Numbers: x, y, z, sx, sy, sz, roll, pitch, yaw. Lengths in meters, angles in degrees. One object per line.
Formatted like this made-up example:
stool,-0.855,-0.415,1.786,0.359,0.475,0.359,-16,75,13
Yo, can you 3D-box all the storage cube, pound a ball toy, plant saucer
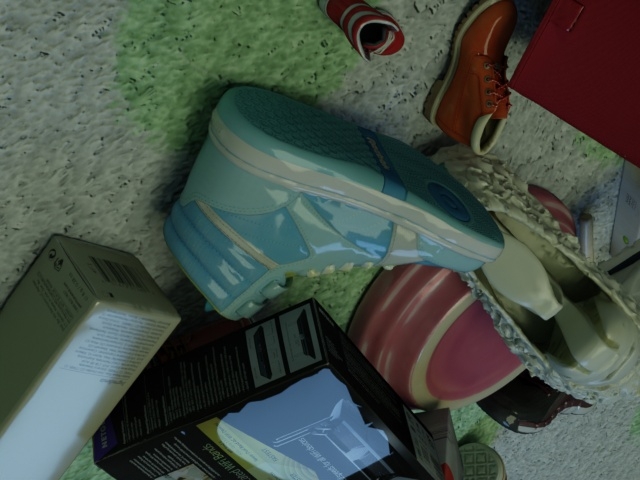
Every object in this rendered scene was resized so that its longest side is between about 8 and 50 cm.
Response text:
storage cube,0.324,-0.194,1.227,0.183,0.193,0.215,-36,157,-57
pound a ball toy,0.431,-0.014,1.632,0.208,0.136,0.319,-28,143,-18
plant saucer,0.186,0.088,1.555,0.332,0.084,0.332,-25,142,-22

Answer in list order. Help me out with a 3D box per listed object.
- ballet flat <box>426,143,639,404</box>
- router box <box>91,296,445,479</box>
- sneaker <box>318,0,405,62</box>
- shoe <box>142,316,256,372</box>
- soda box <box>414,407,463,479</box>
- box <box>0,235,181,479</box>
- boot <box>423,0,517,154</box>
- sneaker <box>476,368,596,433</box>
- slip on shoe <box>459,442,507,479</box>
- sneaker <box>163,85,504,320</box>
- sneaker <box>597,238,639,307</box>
ballet flat,0.239,0.067,1.387,0.147,0.147,0.409,-45,114,6
router box,-0.042,0.205,1.286,0.243,0.081,0.309,-24,139,12
sneaker,0.050,-0.178,1.142,0.042,0.067,0.118,-50,145,13
shoe,-0.145,0.124,1.291,0.178,0.063,0.081,-36,150,1
soda box,0.102,0.305,1.449,0.098,0.286,0.091,-10,114,13
box,-0.255,0.134,1.170,0.275,0.094,0.113,-51,144,14
boot,0.163,-0.160,1.259,0.059,0.084,0.158,-8,133,-36
sneaker,0.320,0.160,1.764,0.281,0.106,0.162,-5,128,-55
slip on shoe,0.151,0.431,1.879,0.331,0.123,0.101,-49,149,3
sneaker,0.000,0.000,1.208,0.319,0.127,0.208,23,117,-26
sneaker,0.342,0.084,1.539,0.235,0.095,0.090,-34,152,4
